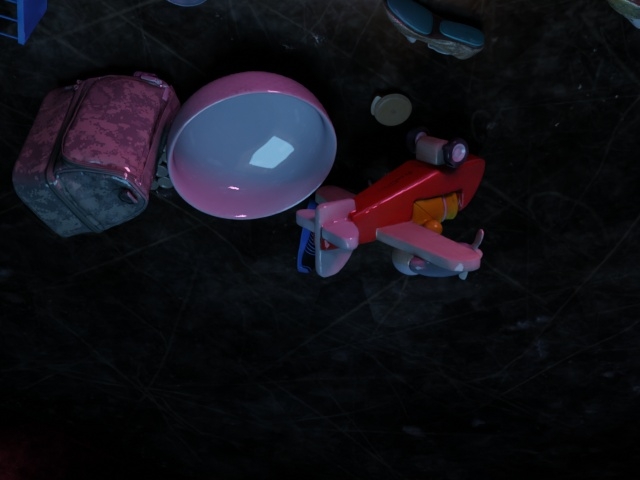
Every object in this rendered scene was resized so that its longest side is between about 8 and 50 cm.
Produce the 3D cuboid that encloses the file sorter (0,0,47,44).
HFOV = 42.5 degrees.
[{"bbox_3d":[-0.558,-0.465,1.470,0.104,0.118,0.170,16,138,-5],"label":"file sorter"}]

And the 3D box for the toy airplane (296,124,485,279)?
[{"bbox_3d":[0.147,-0.028,1.674,0.384,0.386,0.272,-9,124,18],"label":"toy airplane"}]

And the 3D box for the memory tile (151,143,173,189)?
[{"bbox_3d":[-0.367,-0.172,1.856,0.113,0.012,0.148,-5,137,13],"label":"memory tile"}]

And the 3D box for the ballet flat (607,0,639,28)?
[{"bbox_3d":[0.598,-0.406,1.402,0.348,0.123,0.123,9,139,-3],"label":"ballet flat"}]

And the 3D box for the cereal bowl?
[{"bbox_3d":[-0.146,-0.207,1.660,0.339,0.141,0.339,-11,139,-9],"label":"cereal bowl"}]

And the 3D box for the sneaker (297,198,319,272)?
[{"bbox_3d":[0.000,0.000,1.954,0.090,0.081,0.232,13,138,3],"label":"sneaker"}]

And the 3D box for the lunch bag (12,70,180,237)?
[{"bbox_3d":[-0.425,-0.181,1.641,0.256,0.305,0.212,-7,140,20],"label":"lunch bag"}]

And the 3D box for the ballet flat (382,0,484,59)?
[{"bbox_3d":[0.199,-0.381,1.510,0.206,0.073,0.067,21,151,-11],"label":"ballet flat"}]

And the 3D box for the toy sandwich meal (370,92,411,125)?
[{"bbox_3d":[0.143,-0.269,1.672,0.085,0.029,0.085,-4,133,-4],"label":"toy sandwich meal"}]

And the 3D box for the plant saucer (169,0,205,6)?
[{"bbox_3d":[-0.247,-0.479,1.484,0.119,0.021,0.119,3,138,3],"label":"plant saucer"}]
